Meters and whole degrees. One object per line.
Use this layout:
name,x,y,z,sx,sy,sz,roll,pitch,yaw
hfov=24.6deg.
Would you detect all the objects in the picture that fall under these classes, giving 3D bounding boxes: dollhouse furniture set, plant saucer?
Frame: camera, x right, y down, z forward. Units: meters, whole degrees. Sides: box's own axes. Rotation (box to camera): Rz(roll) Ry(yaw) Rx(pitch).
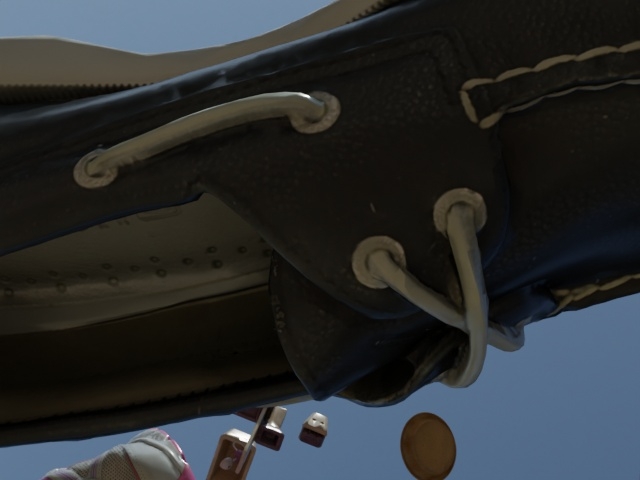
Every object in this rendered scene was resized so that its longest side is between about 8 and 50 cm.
dollhouse furniture set,-0.056,0.193,1.215,0.081,0.091,0.114,-65,176,-52
plant saucer,0.129,0.241,1.710,0.083,0.015,0.083,0,-90,43

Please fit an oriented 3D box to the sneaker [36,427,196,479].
sneaker,-0.163,0.201,0.979,0.252,0.111,0.103,-29,-96,49

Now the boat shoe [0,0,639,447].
boat shoe,0.000,0.000,0.352,0.303,0.114,0.091,-10,-133,20
